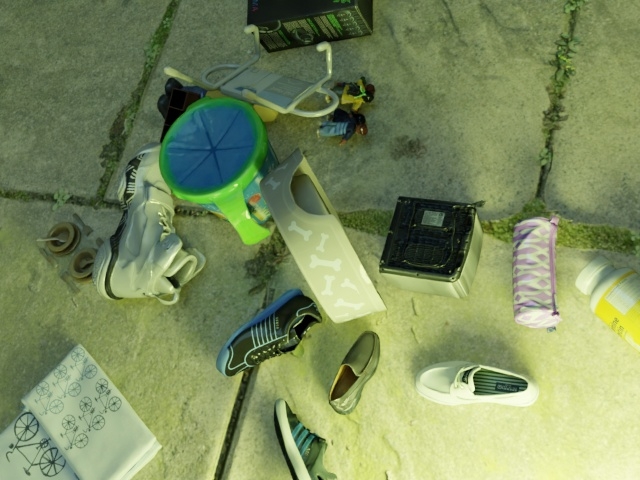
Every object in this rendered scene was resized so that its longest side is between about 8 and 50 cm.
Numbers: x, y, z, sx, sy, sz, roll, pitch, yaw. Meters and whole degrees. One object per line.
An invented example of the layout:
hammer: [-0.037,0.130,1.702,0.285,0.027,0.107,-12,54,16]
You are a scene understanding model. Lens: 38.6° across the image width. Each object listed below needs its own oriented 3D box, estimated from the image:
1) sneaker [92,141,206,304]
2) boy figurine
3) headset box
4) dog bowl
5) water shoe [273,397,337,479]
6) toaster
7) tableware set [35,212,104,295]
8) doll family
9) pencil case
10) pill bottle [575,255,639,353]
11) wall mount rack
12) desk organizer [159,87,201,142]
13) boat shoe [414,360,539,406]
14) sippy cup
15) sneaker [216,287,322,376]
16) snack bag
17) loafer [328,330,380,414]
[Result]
sneaker: [-0.342,-0.032,1.979,0.210,0.137,0.365,10,75,25]
boy figurine: [-0.234,-0.299,2.089,0.285,0.092,0.177,12,68,29]
headset box: [-0.011,-0.588,2.101,0.283,0.131,0.246,-4,72,19]
dog bowl: [0.000,0.000,1.711,0.102,0.348,0.348,-28,59,2]
water shoe: [-0.029,0.383,1.700,0.080,0.073,0.203,-13,57,-15]
toaster: [0.222,0.011,1.744,0.186,0.110,0.168,7,69,25]
tableware set: [-0.570,0.022,2.095,0.128,0.039,0.194,-47,58,-5]
doll family: [0.064,-0.282,1.975,0.111,0.076,0.192,6,73,19]
pencil case: [0.395,0.059,1.664,0.088,0.086,0.206,-27,53,49]
pill bottle: [0.533,0.111,1.575,0.103,0.103,0.184,-42,57,-2]
wall mount rack: [-0.145,-0.346,1.930,0.350,0.130,0.304,20,43,28]
desk organizer: [-0.315,-0.273,2.049,0.047,0.050,0.130,19,98,25]
boat shoe: [0.273,0.248,1.629,0.226,0.076,0.083,-2,65,21]
sippy cup: [-0.184,-0.144,1.913,0.240,0.224,0.305,6,68,25]
sneaker: [-0.100,0.197,1.799,0.232,0.081,0.090,-43,51,-4]
snack bag: [-0.535,0.432,1.885,0.342,0.037,0.323,-45,59,-3]
loafer: [0.065,0.244,1.722,0.062,0.061,0.170,13,70,27]
